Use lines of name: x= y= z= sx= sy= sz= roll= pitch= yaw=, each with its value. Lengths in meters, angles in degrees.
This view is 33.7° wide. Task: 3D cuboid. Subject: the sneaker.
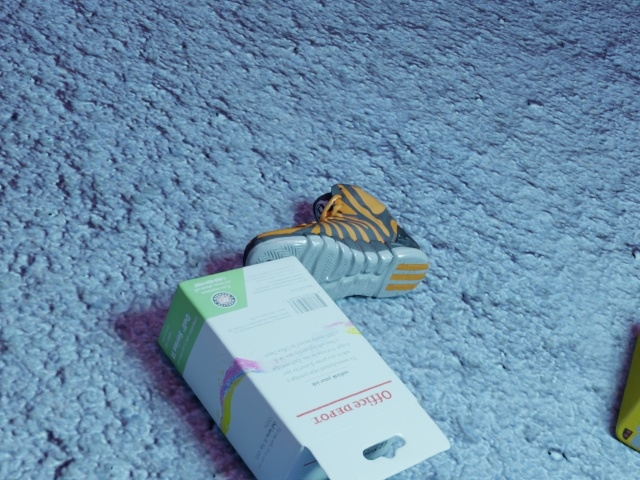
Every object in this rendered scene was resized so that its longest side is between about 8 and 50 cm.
sneaker: x=0.000 y=0.000 z=1.608 sx=0.321 sy=0.125 sz=0.180 roll=6 pitch=37 yaw=-37

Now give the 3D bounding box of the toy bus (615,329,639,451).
toy bus: x=0.563 y=0.201 z=1.659 sx=0.130 sy=0.108 sz=0.333 roll=27 pitch=39 yaw=7

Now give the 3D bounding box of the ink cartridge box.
ink cartridge box: x=-0.026 y=0.193 z=1.351 sx=0.207 sy=0.119 sz=0.353 roll=-13 pitch=50 yaw=-41
